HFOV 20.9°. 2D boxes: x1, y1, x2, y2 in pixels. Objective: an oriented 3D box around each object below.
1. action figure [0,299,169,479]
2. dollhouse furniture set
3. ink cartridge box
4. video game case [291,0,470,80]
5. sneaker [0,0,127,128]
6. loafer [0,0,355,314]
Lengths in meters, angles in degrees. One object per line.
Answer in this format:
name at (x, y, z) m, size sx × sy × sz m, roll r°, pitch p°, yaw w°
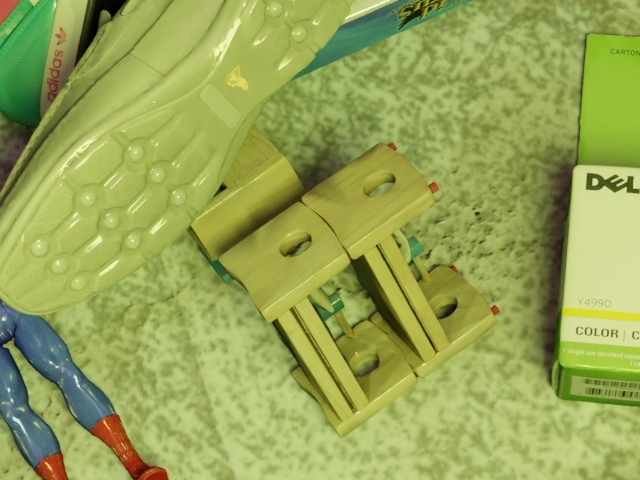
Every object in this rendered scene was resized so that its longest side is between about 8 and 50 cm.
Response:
action figure at (-0.209, 0.050, 1.100) m, size 0.091 × 0.139 × 0.280 m, roll -35°, pitch 69°, yaw -7°
dollhouse furniture set at (0.000, 0.000, 1.115) m, size 0.129 × 0.129 × 0.183 m, roll -35°, pitch 42°, yaw -6°
ink cartridge box at (0.248, -0.025, 1.089) m, size 0.189 × 0.097 × 0.255 m, roll 4°, pitch 73°, yaw 8°
video game case at (0.025, -0.264, 1.212) m, size 0.270 × 0.061 × 0.244 m, roll -24°, pitch 72°, yaw -1°
sneaker at (-0.206, -0.229, 1.171) m, size 0.178 × 0.124 × 0.295 m, roll 15°, pitch 98°, yaw 12°
loafer at (-0.099, -0.092, 1.069) m, size 0.319 × 0.112 × 0.111 m, roll -48°, pitch 44°, yaw -10°
